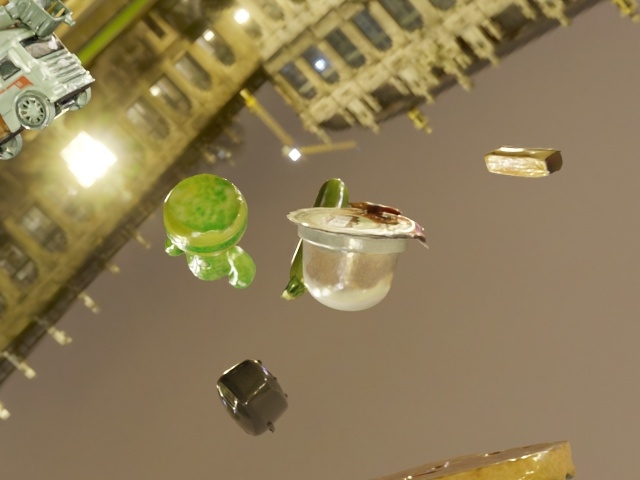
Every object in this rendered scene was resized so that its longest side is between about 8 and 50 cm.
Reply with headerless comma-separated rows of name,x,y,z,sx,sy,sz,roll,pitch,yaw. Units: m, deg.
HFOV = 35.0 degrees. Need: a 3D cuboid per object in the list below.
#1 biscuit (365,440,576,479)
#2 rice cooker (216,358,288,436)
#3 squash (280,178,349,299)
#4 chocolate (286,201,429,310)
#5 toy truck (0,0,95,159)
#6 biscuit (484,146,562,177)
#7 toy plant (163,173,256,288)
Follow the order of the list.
biscuit,0.132,0.301,1.207,0.344,0.057,0.287,-15,170,13
rice cooker,-0.140,0.328,2.111,0.118,0.142,0.203,-41,156,-14
squash,0.000,0.000,1.729,0.066,0.066,0.252,-24,-141,53
chocolate,0.052,0.031,1.526,0.221,0.147,0.221,0,-166,0
toy truck,-0.469,-0.207,1.416,0.338,0.184,0.133,-29,-168,23
biscuit,0.422,-0.167,2.109,0.056,0.052,0.188,-34,-156,-24
toy plant,-0.259,0.002,2.310,0.316,0.224,0.184,92,17,-57
